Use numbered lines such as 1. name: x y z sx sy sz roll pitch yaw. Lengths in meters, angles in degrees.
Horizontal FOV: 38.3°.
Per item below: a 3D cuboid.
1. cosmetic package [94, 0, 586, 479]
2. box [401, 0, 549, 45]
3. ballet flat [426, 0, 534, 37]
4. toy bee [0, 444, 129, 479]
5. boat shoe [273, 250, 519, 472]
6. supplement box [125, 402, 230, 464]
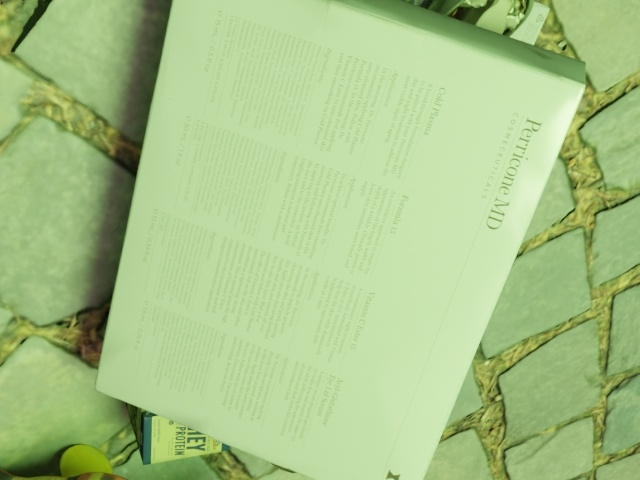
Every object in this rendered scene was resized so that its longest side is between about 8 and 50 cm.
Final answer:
1. cosmetic package: 0.000 0.000 0.714 0.284 0.097 0.377 22 116 9
2. box: 0.086 -0.156 0.780 0.186 0.038 0.145 8 117 -27
3. ballet flat: 0.084 -0.133 0.727 0.072 0.068 0.213 32 104 -35
4. toy bee: -0.277 0.255 0.804 0.298 0.195 0.162 -26 103 6
5. boat shoe: 0.038 0.067 0.861 0.120 0.122 0.324 37 96 -28
6. supplement box: -0.131 0.152 0.848 0.083 0.083 0.056 -6 122 -21
